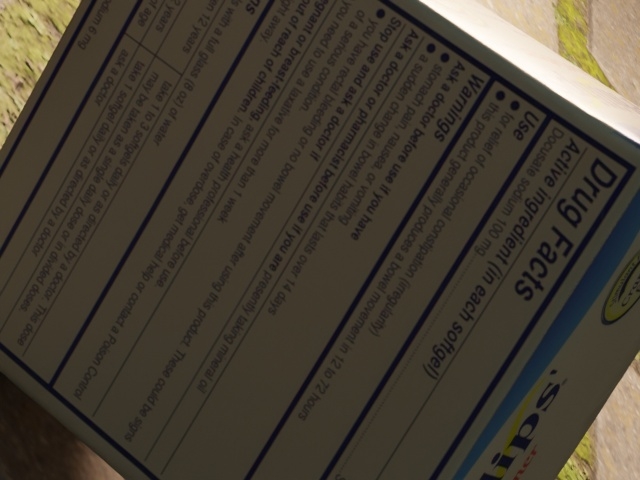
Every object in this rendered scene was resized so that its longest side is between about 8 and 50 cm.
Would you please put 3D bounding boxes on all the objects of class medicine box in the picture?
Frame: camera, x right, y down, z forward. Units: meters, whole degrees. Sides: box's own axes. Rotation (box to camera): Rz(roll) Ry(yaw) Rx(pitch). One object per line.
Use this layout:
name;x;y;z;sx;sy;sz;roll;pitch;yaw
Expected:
medicine box;0.000;0.000;0.939;0.289;0.263;0.149;37;15;22
